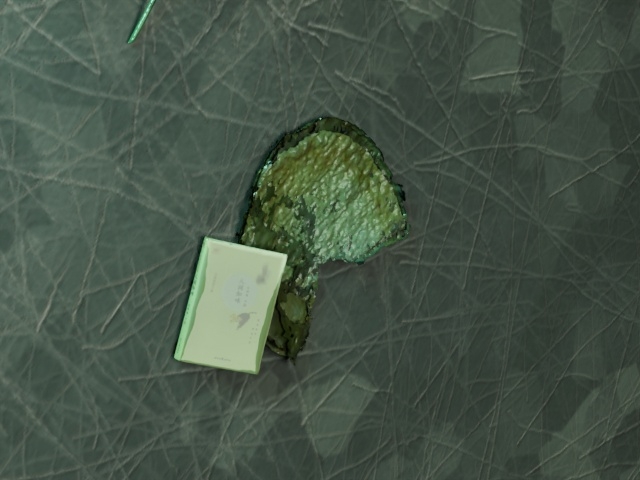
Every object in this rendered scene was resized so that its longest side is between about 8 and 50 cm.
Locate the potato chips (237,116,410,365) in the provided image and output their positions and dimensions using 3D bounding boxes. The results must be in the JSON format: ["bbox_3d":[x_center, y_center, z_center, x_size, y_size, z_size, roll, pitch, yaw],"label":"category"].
[{"bbox_3d":[-0.003,-0.001,1.360,0.202,0.029,0.220,41,69,-44],"label":"potato chips"}]

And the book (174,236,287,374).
[{"bbox_3d":[-0.077,0.058,1.284,0.077,0.014,0.111,13,93,-24],"label":"book"}]

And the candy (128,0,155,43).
[{"bbox_3d":[-0.124,-0.211,1.168,0.035,0.035,0.123,22,94,-37],"label":"candy"}]
